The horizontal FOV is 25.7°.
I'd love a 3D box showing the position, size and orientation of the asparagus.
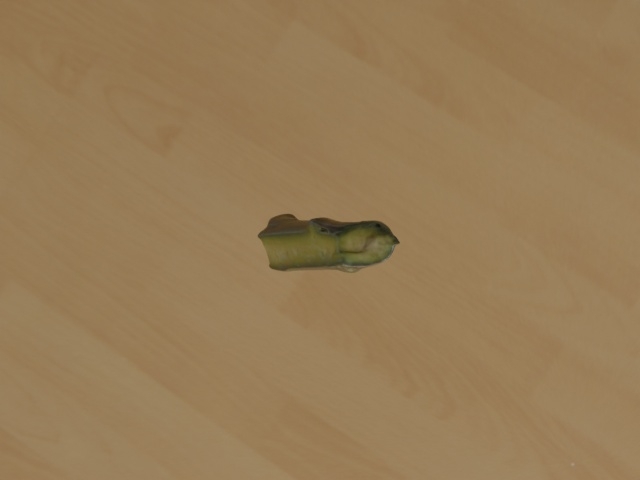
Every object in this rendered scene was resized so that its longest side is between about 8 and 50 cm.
[{"bbox_3d":[0.001,0.001,0.601,0.021,0.108,0.025,-21,100,-26],"label":"asparagus"}]
